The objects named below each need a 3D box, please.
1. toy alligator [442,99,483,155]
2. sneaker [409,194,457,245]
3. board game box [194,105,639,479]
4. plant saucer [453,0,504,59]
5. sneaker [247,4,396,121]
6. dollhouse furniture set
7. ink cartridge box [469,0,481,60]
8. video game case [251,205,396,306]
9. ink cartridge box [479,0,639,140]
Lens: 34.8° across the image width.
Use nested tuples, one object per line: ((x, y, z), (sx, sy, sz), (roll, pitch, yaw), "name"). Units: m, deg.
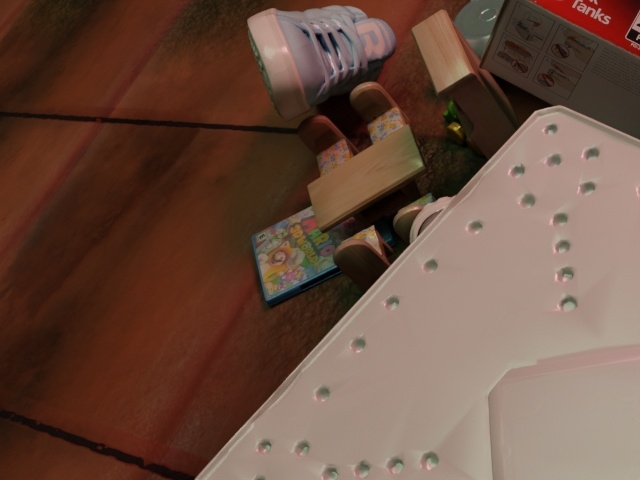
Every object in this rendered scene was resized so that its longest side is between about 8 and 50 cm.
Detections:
((0.200, -0.131, 1.189), (0.056, 0.051, 0.189), (-42, 42, -8), "toy alligator")
((0.223, -0.012, 0.978), (0.271, 0.100, 0.108), (-13, 5, 2), "sneaker")
((0.163, 0.130, 0.616), (0.390, 0.050, 0.390), (-46, 47, -9), "board game box")
((0.208, -0.269, 1.247), (0.119, 0.021, 0.119), (-18, 43, 18), "plant saucer")
((0.012, -0.240, 1.255), (0.150, 0.135, 0.366), (-21, 11, 13), "sneaker")
((0.081, -0.105, 1.107), (0.242, 0.161, 0.212), (-31, 46, 17), "dollhouse furniture set")
((0.294, -0.305, 1.286), (0.185, 0.065, 0.311), (20, 62, 43), "ink cartridge box")
((0.000, 0.000, 1.222), (0.166, 0.015, 0.119), (-26, 41, 8), "video game case")
((0.361, -0.228, 1.008), (0.309, 0.130, 0.272), (29, 65, 8), "ink cartridge box")
